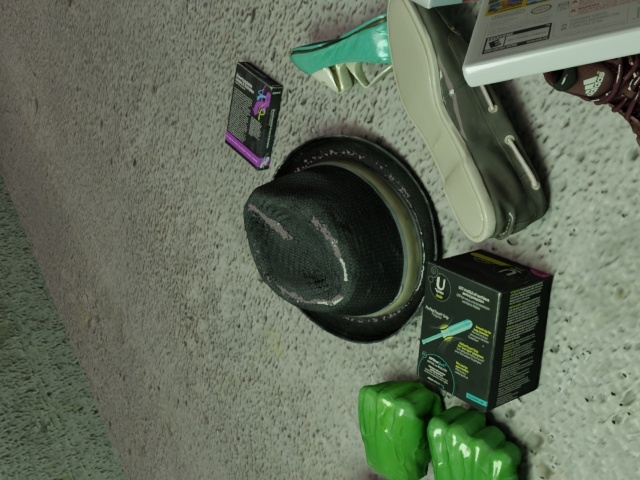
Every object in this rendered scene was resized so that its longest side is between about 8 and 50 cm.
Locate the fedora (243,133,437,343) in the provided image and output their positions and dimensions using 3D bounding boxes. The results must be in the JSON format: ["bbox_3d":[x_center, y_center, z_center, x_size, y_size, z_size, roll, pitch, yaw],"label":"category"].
[{"bbox_3d":[0.000,0.000,1.112,0.334,0.152,0.334,4,96,38],"label":"fedora"}]

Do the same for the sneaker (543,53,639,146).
[{"bbox_3d":[0.294,-0.125,0.717,0.281,0.162,0.106,61,141,22],"label":"sneaker"}]

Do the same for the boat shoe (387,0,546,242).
[{"bbox_3d":[0.174,-0.159,0.940,0.112,0.095,0.335,130,123,-69],"label":"boat shoe"}]

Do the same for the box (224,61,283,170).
[{"bbox_3d":[-0.121,-0.222,1.368,0.116,0.029,0.162,42,133,38],"label":"box"}]

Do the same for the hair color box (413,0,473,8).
[{"bbox_3d":[0.071,-0.448,0.956,0.374,0.114,0.185,44,138,38],"label":"hair color box"}]

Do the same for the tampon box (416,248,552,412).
[{"bbox_3d":[0.204,0.109,0.964,0.120,0.101,0.161,25,119,47],"label":"tampon box"}]

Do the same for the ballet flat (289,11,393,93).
[{"bbox_3d":[0.039,-0.256,1.095,0.247,0.083,0.087,-1,105,54],"label":"ballet flat"}]

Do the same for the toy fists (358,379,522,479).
[{"bbox_3d":[0.162,0.284,1.086,0.279,0.096,0.142,19,125,48],"label":"toy fists"}]

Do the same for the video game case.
[{"bbox_3d":[0.251,-0.223,0.672,0.227,0.206,0.026,-7,133,30],"label":"video game case"}]
